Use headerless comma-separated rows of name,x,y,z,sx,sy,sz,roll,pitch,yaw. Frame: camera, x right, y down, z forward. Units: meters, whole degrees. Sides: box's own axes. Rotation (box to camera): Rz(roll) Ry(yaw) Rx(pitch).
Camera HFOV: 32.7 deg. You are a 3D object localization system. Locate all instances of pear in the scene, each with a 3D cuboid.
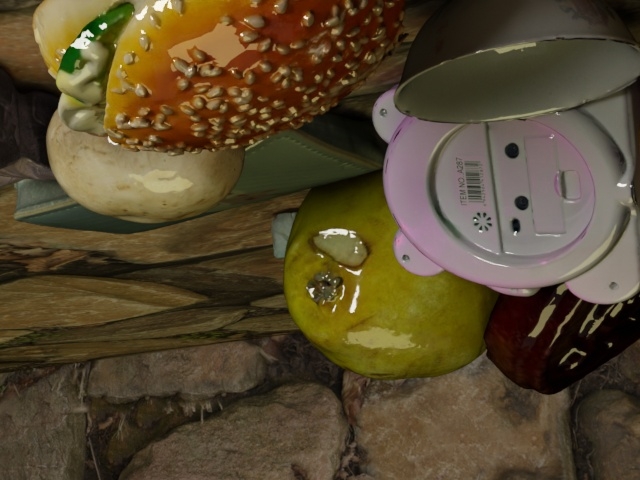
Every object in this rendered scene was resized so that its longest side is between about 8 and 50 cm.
pear,0.095,0.029,1.247,0.269,0.269,0.321,-15,-172,40

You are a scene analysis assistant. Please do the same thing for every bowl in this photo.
bowl,0.144,-0.154,0.812,0.189,0.086,0.189,-6,171,-1

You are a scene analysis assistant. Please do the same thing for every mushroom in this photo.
mushroom,-0.145,-0.081,0.923,0.166,0.127,0.166,6,163,2

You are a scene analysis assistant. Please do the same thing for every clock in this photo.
clock,0.174,-0.057,0.983,0.248,0.227,0.090,1,-159,31

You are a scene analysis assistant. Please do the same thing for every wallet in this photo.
wallet,-0.129,-0.068,1.139,0.360,0.083,0.252,-14,172,29

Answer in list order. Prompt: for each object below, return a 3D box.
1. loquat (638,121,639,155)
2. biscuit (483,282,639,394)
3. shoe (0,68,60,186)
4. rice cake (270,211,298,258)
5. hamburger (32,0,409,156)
loquat,0.403,-0.052,0.778,0.329,0.359,0.328,-2,153,-1
biscuit,0.354,0.014,1.192,0.407,0.091,0.407,-32,151,-21
shoe,-0.310,-0.086,0.908,0.138,0.095,0.245,-12,174,16
rice cake,0.000,0.000,1.585,0.063,0.069,0.206,-14,169,29
hamburger,-0.057,-0.132,0.664,0.237,0.147,0.237,-8,171,-1
